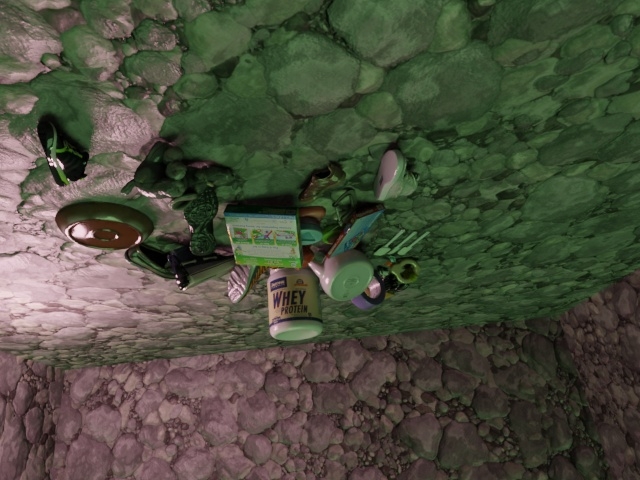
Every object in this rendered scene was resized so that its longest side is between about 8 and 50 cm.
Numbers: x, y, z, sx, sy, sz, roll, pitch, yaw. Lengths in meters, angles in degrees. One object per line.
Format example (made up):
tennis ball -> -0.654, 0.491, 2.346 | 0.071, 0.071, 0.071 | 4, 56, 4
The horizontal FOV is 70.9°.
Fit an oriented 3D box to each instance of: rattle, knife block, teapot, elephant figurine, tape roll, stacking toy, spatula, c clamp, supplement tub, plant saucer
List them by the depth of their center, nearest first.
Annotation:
elephant figurine -> -0.387, -0.163, 1.261 | 0.185, 0.170, 0.239 | 18, 177, 16
plant saucer -> -0.740, -0.036, 1.549 | 0.310, 0.050, 0.311 | -6, 156, -3
c clamp -> 0.075, -0.104, 1.554 | 0.137, 0.022, 0.161 | -33, 149, -15
stacking toy -> 0.000, 0.000, 1.709 | 0.279, 0.131, 0.309 | -4, 155, -6
teapot -> 0.098, 0.123, 1.948 | 0.252, 0.187, 0.256 | -35, 135, -2
spatula -> 0.352, 0.014, 1.958 | 0.168, 0.019, 0.242 | 5, 153, -21
supplement tub -> -0.117, 0.263, 2.010 | 0.235, 0.325, 0.235 | -5, 155, -3
rattle -> 0.375, 0.118, 2.175 | 0.199, 0.143, 0.130 | 17, 116, -14
tape roll -> 0.224, 0.236, 2.200 | 0.188, 0.189, 0.080 | 12, 149, -34
knife block -> 0.341, 0.261, 2.400 | 0.241, 0.088, 0.276 | -5, 154, -2

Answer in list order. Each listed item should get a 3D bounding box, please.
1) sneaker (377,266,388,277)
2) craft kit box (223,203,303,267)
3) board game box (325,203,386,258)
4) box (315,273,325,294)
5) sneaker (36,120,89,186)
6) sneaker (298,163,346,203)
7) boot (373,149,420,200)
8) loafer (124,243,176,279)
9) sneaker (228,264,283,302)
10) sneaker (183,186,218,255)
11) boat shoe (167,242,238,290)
sneaker -> 0.312, 0.151, 2.229 | 0.043, 0.040, 0.109 | -30, 154, 10
craft kit box -> -0.191, -0.012, 1.566 | 0.249, 0.061, 0.247 | 4, 130, 7
board game box -> 0.128, -0.031, 1.698 | 0.145, 0.027, 0.281 | -20, 158, -33
box -> -0.088, 0.230, 2.263 | 0.232, 0.059, 0.183 | -8, 155, 5
sneaker -> -0.653, -0.227, 1.155 | 0.097, 0.084, 0.235 | -22, 165, -28
sneaker -> -0.011, -0.184, 1.413 | 0.188, 0.066, 0.071 | -29, 130, 30
boot -> 0.251, -0.207, 1.396 | 0.123, 0.095, 0.258 | -9, 164, -9
loafer -> -0.636, 0.085, 1.785 | 0.084, 0.096, 0.267 | -32, 143, 28
sneaker -> -0.236, 0.118, 1.787 | 0.180, 0.124, 0.321 | 8, 120, -46
sneaker -> -0.395, -0.087, 1.458 | 0.109, 0.130, 0.286 | -3, 133, -22
boat shoe -> -0.441, 0.070, 1.786 | 0.127, 0.158, 0.340 | -34, 172, 35
